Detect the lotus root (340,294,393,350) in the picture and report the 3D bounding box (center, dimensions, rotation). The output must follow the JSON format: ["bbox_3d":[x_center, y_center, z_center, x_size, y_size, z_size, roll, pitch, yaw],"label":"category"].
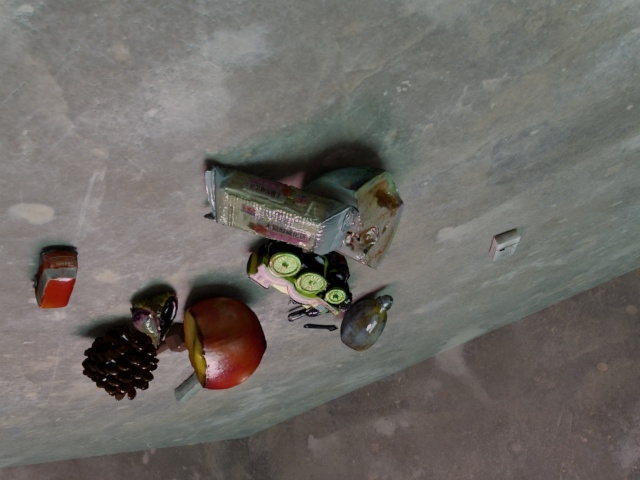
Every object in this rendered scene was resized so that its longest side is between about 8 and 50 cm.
[{"bbox_3d":[0.171,0.310,1.957,0.140,0.158,0.322,-4,144,-26],"label":"lotus root"}]

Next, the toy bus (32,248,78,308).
[{"bbox_3d":[-0.584,0.088,1.127,0.079,0.077,0.174,2,148,-35],"label":"toy bus"}]

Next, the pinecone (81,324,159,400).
[{"bbox_3d":[-0.579,0.353,1.510,0.221,0.221,0.221,-15,154,-7],"label":"pinecone"}]

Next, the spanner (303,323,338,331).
[{"bbox_3d":[0.004,0.360,2.105,0.046,0.012,0.208,-34,149,32],"label":"spanner"}]

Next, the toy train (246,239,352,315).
[{"bbox_3d":[-0.050,0.101,1.361,0.296,0.100,0.160,38,120,-26],"label":"toy train"}]

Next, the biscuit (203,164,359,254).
[{"bbox_3d":[-0.086,-0.061,1.048,0.309,0.079,0.186,19,150,-3],"label":"biscuit"}]

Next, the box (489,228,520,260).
[{"bbox_3d":[0.659,0.018,1.825,0.084,0.040,0.154,-19,155,3],"label":"box"}]

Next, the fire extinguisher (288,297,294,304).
[{"bbox_3d":[-0.071,0.199,1.732,0.083,0.025,0.038,-10,115,-17],"label":"fire extinguisher"}]

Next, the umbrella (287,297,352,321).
[{"bbox_3d":[-0.002,0.242,1.810,0.248,0.071,0.071,-22,154,3],"label":"umbrella"}]

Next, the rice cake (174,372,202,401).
[{"bbox_3d":[-0.545,0.621,2.201,0.063,0.066,0.336,5,145,-38],"label":"rice cake"}]

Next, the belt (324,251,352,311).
[{"bbox_3d":[0.041,0.138,1.605,0.126,0.094,0.359,-19,154,2],"label":"belt"}]

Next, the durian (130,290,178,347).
[{"bbox_3d":[-0.467,0.191,1.414,0.108,0.119,0.186,22,136,4],"label":"durian"}]

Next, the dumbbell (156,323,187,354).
[{"bbox_3d":[-0.532,0.355,1.674,0.231,0.082,0.092,-27,151,18],"label":"dumbbell"}]

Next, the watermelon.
[{"bbox_3d":[0.072,-0.082,1.167,0.175,0.188,0.322,-47,153,-27],"label":"watermelon"}]

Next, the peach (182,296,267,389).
[{"bbox_3d":[-0.309,0.303,1.508,0.281,0.281,0.338,-23,158,11],"label":"peach"}]
